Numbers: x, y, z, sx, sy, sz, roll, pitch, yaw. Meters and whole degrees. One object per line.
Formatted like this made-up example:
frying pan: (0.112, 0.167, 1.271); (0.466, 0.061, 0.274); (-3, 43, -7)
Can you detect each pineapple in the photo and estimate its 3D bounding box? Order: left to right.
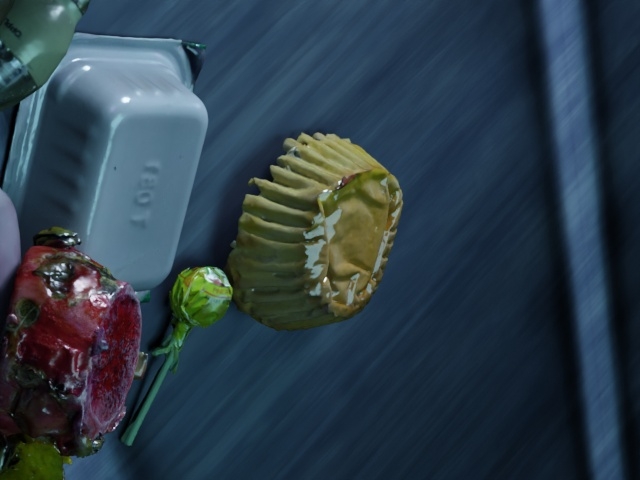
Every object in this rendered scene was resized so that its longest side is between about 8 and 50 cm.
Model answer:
pineapple: (-0.369, 0.281, 2.186); (0.334, 0.161, 0.158); (93, 1, -47)

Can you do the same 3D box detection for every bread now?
bread: (0.000, 0.000, 2.405); (0.274, 0.149, 0.274); (-23, 124, -38)

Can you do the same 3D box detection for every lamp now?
lamp: (-0.338, -0.187, 1.944); (0.250, 0.101, 0.101); (-45, 140, -15)

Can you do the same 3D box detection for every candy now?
candy: (-0.193, 0.147, 2.356); (0.077, 0.073, 0.262); (20, 104, -34)

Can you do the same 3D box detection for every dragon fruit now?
dragon fruit: (-0.268, 0.130, 1.995); (0.211, 0.147, 0.282); (102, -2, -77)

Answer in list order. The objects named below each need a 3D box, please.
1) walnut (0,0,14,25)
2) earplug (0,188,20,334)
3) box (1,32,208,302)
walnut: (-0.379, -0.270, 1.799); (0.230, 0.178, 0.178); (-2, 114, -55)
earplug: (-0.401, 0.080, 1.998); (0.172, 0.172, 0.301); (14, 95, -52)
box: (-0.234, -0.062, 2.134); (0.264, 0.106, 0.336); (-4, 116, -48)
